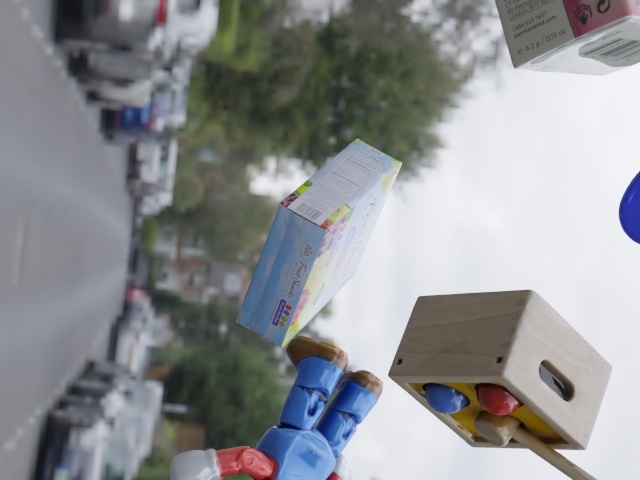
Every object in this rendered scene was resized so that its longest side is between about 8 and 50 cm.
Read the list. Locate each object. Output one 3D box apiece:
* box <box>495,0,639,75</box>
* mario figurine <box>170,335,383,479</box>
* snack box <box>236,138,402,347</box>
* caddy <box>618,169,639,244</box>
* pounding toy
[{"bbox_3d":[0.227,-0.272,1.475,0.127,0.149,0.232,-22,-103,41],"label":"box"},{"bbox_3d":[-0.064,0.275,2.031,0.320,0.198,0.170,-60,175,-20],"label":"mario figurine"},{"bbox_3d":[0.000,0.000,1.956,0.207,0.070,0.174,-45,161,-54],"label":"snack box"},{"bbox_3d":[0.473,-0.028,1.718,0.179,0.341,0.241,-27,94,-54],"label":"caddy"},{"bbox_3d":[0.143,0.116,1.241,0.130,0.141,0.100,-5,-127,45],"label":"pounding toy"}]
